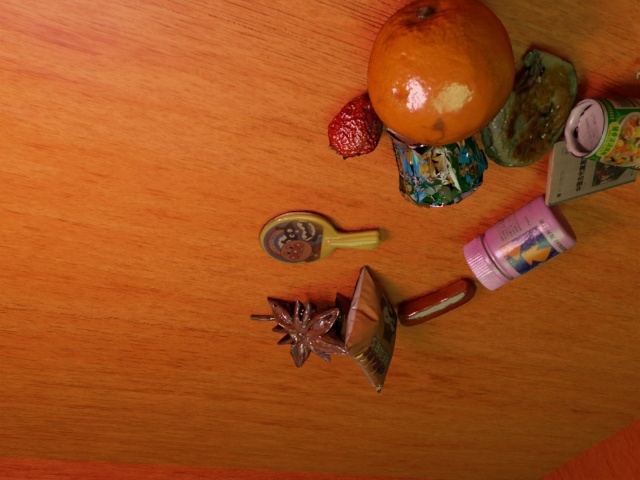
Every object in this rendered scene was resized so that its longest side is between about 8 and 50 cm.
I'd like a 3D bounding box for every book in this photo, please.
[{"bbox_3d":[0.755,-0.215,1.610,0.282,0.025,0.215,-17,128,-6],"label":"book"}]

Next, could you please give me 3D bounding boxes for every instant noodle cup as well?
[{"bbox_3d":[0.278,-0.221,1.432,0.240,0.240,0.178,-19,131,12],"label":"instant noodle cup"},{"bbox_3d":[0.747,-0.267,1.439,0.232,0.207,0.207,4,137,-14],"label":"instant noodle cup"}]

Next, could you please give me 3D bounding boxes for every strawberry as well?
[{"bbox_3d":[0.092,-0.270,1.422,0.131,0.131,0.148,19,139,-27],"label":"strawberry"}]

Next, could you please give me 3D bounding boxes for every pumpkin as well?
[{"bbox_3d":[0.079,0.294,2.043,0.126,0.131,0.248,-25,134,18],"label":"pumpkin"}]

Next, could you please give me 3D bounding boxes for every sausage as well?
[{"bbox_3d":[0.406,0.223,2.048,0.300,0.083,0.089,-26,123,17],"label":"sausage"}]

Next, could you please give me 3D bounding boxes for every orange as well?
[{"bbox_3d":[0.247,-0.349,1.219,0.312,0.312,0.312,-5,138,-4],"label":"orange"}]

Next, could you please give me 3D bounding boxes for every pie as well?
[{"bbox_3d":[0.510,-0.314,1.439,0.302,0.067,0.302,-16,129,-21],"label":"pie"}]

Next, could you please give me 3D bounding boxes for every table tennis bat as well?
[{"bbox_3d":[0.000,0.000,1.759,0.368,0.054,0.224,0,139,-4],"label":"table tennis bat"}]

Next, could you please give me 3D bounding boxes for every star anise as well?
[{"bbox_3d":[-0.058,0.294,1.974,0.349,0.109,0.292,-25,94,32],"label":"star anise"}]

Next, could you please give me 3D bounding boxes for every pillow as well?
[{"bbox_3d":[0.170,0.293,1.931,0.119,0.312,0.310,-1,143,26],"label":"pillow"}]

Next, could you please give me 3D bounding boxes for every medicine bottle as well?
[{"bbox_3d":[0.598,0.010,1.773,0.290,0.178,0.178,-36,131,27],"label":"medicine bottle"}]

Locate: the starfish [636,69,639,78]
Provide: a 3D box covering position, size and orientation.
[{"bbox_3d":[0.880,-0.433,1.420,0.213,0.057,0.238,-1,139,-19],"label":"starfish"}]
